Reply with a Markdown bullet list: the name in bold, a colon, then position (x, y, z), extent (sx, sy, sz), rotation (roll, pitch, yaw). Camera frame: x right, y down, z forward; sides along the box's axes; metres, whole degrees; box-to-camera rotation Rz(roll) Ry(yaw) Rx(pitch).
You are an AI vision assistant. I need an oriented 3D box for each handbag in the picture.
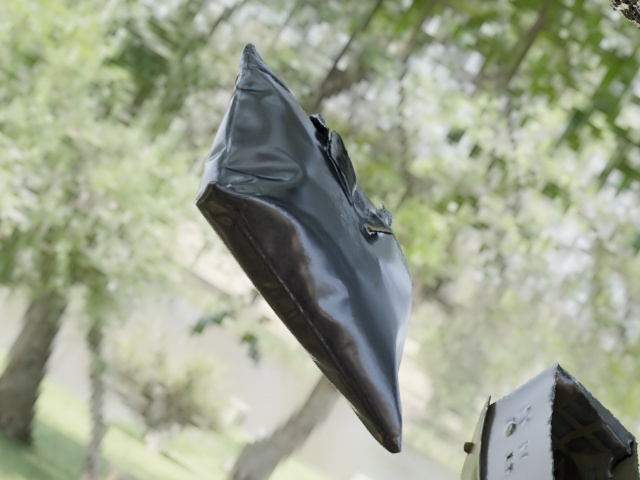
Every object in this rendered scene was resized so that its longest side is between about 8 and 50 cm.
- **handbag**: position (0.000, 0.000, 1.366), extent (0.254, 0.089, 0.211), rotation (56, 22, -27)

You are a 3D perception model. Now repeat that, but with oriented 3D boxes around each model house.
- **model house**: position (0.183, 0.281, 1.762), extent (0.204, 0.243, 0.211), rotation (45, 26, -19)

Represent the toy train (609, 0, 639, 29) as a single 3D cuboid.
- **toy train**: position (0.232, -0.253, 1.280), extent (0.134, 0.177, 0.261), rotation (44, 4, 14)
